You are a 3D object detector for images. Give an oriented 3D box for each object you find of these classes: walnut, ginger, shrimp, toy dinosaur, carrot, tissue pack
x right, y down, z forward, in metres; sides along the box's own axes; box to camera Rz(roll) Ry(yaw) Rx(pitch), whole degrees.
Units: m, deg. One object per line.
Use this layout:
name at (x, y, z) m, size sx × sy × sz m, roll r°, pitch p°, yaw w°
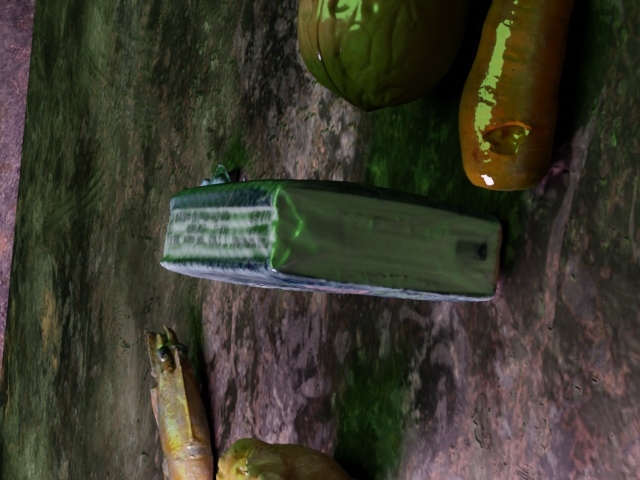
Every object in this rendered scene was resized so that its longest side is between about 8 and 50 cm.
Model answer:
walnut at (0.060, -0.225, 1.186) m, size 0.167 × 0.167 × 0.207 m, roll -141°, pitch 57°, yaw -61°
ginger at (-0.030, 0.270, 1.329) m, size 0.102 × 0.157 × 0.216 m, roll -70°, pitch 19°, yaw -1°
shrimp at (-0.210, 0.281, 1.810) m, size 0.168 × 0.077 × 0.317 m, roll 134°, pitch 131°, yaw -58°
toy dinosaur at (-0.141, -0.068, 1.737) m, size 0.197 × 0.045 × 0.080 m, roll -177°, pitch 102°, yaw -69°
carrot at (0.163, -0.139, 1.042) m, size 0.087 × 0.087 × 0.193 m, roll -160°, pitch 74°, yaw -64°
tissue pack at (0.000, 0.000, 1.203) m, size 0.315 × 0.228 × 0.103 m, roll 180°, pitch 98°, yaw -66°
